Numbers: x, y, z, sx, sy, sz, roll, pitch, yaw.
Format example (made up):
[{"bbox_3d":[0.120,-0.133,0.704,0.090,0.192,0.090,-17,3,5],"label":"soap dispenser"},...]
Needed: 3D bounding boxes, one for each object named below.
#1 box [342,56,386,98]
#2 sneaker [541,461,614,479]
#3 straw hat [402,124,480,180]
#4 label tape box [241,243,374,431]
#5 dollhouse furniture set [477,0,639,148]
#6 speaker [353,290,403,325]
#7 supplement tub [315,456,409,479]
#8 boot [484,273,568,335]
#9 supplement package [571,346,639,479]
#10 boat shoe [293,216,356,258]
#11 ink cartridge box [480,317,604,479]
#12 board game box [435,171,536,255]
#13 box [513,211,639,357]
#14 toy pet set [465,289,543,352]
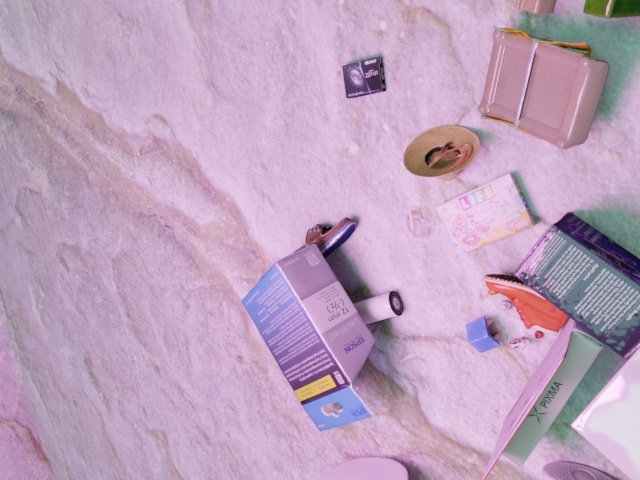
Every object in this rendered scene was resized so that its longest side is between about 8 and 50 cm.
[{"bbox_3d":[0.087,-0.324,1.149,0.083,0.018,0.067,-2,100,34],"label":"box"},{"bbox_3d":[0.506,0.504,1.010,0.256,0.094,0.151,18,113,30],"label":"sneaker"},{"bbox_3d":[0.230,-0.145,1.066,0.145,0.144,0.061,2,143,33],"label":"straw hat"},{"bbox_3d":[-0.008,0.214,1.224,0.347,0.115,0.249,57,147,8],"label":"label tape box"},{"bbox_3d":[0.399,-0.320,0.920,0.197,0.151,0.301,41,140,42],"label":"dollhouse furniture set"},{"bbox_3d":[0.104,0.150,1.218,0.136,0.055,0.055,-23,87,34],"label":"speaker"},{"bbox_3d":[0.113,0.659,1.209,0.241,0.241,0.331,-8,96,34],"label":"supplement tub"},{"bbox_3d":[0.362,0.113,1.026,0.158,0.059,0.084,22,105,18],"label":"boot"},{"bbox_3d":[0.531,0.265,0.784,0.262,0.145,0.204,43,111,31],"label":"supplement package"},{"bbox_3d":[0.000,0.000,1.246,0.183,0.066,0.066,-43,75,32],"label":"boat shoe"},{"bbox_3d":[0.373,0.264,0.954,0.060,0.239,0.275,30,115,18],"label":"ink cartridge box"},{"bbox_3d":[0.303,-0.046,1.063,0.154,0.026,0.103,-27,85,34],"label":"board game box"},{"bbox_3d":[0.441,0.063,0.922,0.207,0.153,0.108,39,118,19],"label":"box"},{"bbox_3d":[0.328,0.153,1.066,0.114,0.065,0.122,-32,82,34],"label":"toy pet set"}]
